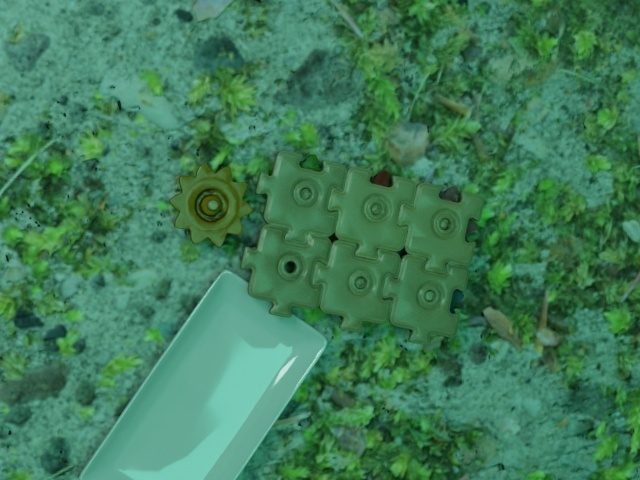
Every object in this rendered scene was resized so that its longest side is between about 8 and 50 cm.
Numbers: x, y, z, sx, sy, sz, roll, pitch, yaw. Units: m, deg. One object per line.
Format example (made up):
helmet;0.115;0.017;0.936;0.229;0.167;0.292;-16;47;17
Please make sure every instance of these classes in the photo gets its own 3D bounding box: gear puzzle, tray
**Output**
gear puzzle;0.000;0.000;1.737;0.339;0.044;0.175;12;88;-16
tray;-0.123;0.176;1.730;0.145;0.030;0.270;35;87;-15
